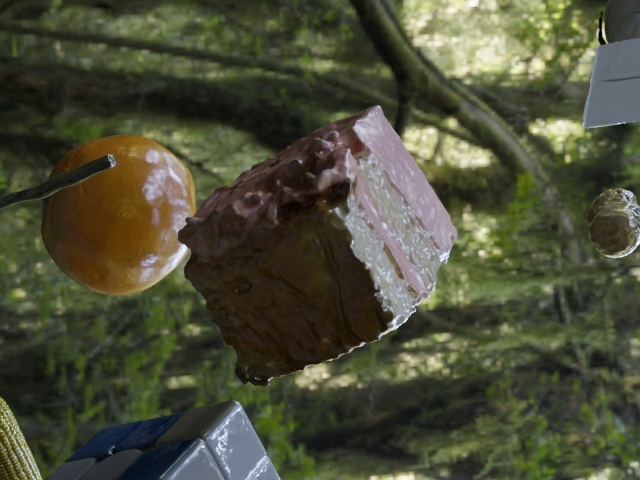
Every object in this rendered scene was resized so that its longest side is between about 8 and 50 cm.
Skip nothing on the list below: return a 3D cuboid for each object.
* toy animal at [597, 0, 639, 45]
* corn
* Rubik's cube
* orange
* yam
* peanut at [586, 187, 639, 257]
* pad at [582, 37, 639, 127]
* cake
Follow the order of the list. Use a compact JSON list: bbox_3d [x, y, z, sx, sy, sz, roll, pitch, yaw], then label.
[{"bbox_3d":[0.585,-0.465,1.960,0.154,0.208,0.325,2,-69,42],"label":"toy animal"},{"bbox_3d":[-0.590,0.404,2.078,0.081,0.081,0.248,-135,-156,-69],"label":"corn"},{"bbox_3d":[-0.261,0.501,1.741,0.346,0.347,0.344,-17,-74,35],"label":"Rubik's cube"},{"bbox_3d":[-0.383,-0.049,2.094,0.312,0.312,0.312,176,-90,-76],"label":"orange"},{"bbox_3d":[-0.408,-0.085,1.684,0.027,0.234,0.029,63,26,-21],"label":"yam"},{"bbox_3d":[0.540,-0.035,2.013,0.085,0.104,0.228,51,19,-9],"label":"peanut"},{"bbox_3d":[0.446,-0.210,1.374,0.004,0.232,0.156,51,44,-41],"label":"pad"},{"bbox_3d":[0.000,0.000,1.608,0.293,0.314,0.307,60,36,-15],"label":"cake"}]
